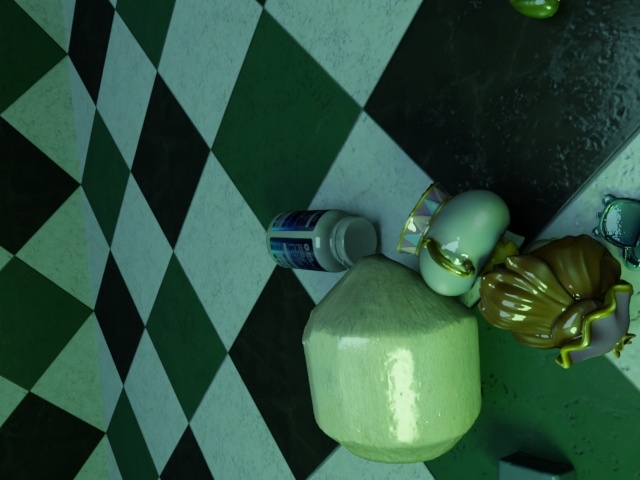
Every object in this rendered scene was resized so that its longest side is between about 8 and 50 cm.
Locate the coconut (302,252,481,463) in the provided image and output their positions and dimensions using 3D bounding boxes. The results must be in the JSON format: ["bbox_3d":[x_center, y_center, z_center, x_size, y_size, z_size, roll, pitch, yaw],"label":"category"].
[{"bbox_3d":[0.096,0.150,0.684,0.237,0.237,0.266,1,103,48],"label":"coconut"}]

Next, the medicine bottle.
[{"bbox_3d":[0.000,0.000,0.856,0.191,0.107,0.107,2,97,47],"label":"medicine bottle"}]

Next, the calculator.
[{"bbox_3d":[0.363,-0.005,0.523,0.141,0.019,0.094,30,116,43],"label":"calculator"}]

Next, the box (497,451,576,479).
[{"bbox_3d":[0.275,0.310,0.629,0.099,0.074,0.054,-5,78,48],"label":"box"}]

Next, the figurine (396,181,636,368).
[{"bbox_3d":[0.222,0.037,0.566,0.263,0.189,0.142,33,124,22],"label":"figurine"}]

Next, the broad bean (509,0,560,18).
[{"bbox_3d":[0.245,-0.363,0.579,0.070,0.048,0.214,-6,89,54],"label":"broad bean"}]
